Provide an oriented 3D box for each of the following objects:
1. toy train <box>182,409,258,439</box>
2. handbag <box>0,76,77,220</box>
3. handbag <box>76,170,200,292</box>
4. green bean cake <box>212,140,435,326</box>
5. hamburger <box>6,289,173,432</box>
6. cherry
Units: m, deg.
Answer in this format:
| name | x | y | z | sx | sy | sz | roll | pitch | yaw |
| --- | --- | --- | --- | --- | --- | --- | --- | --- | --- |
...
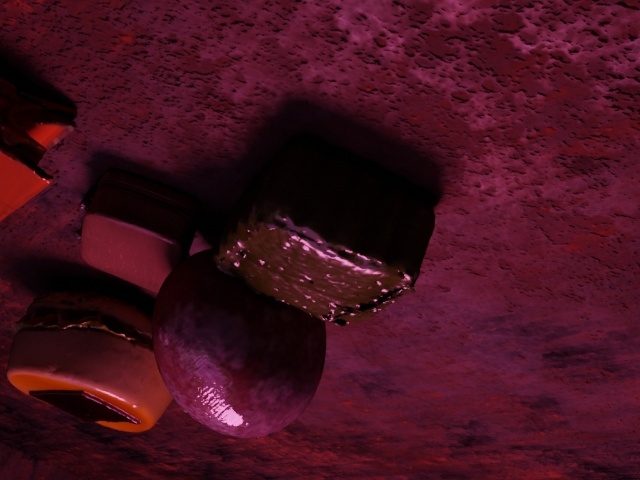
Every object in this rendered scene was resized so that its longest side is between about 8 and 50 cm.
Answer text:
| name | x | y | z | sx | sy | sz | roll | pitch | yaw |
| --- | --- | --- | --- | --- | --- | --- | --- | --- | --- |
| toy train | -0.139 | 0.241 | 1.603 | 0.154 | 0.115 | 0.269 | 29 | 153 | -2 |
| handbag | -0.510 | -0.164 | 1.065 | 0.410 | 0.116 | 0.303 | 32 | 151 | -26 |
| handbag | -0.240 | -0.009 | 1.236 | 0.151 | 0.072 | 0.193 | 20 | 155 | -4 |
| green bean cake | 0.000 | 0.000 | 1.052 | 0.200 | 0.113 | 0.214 | 24 | 153 | -11 |
| hamburger | -0.367 | 0.193 | 1.576 | 0.300 | 0.176 | 0.300 | 13 | 152 | 7 |
| cherry | -0.100 | 0.130 | 1.212 | 0.213 | 0.236 | 0.285 | -38 | 145 | 13 |
